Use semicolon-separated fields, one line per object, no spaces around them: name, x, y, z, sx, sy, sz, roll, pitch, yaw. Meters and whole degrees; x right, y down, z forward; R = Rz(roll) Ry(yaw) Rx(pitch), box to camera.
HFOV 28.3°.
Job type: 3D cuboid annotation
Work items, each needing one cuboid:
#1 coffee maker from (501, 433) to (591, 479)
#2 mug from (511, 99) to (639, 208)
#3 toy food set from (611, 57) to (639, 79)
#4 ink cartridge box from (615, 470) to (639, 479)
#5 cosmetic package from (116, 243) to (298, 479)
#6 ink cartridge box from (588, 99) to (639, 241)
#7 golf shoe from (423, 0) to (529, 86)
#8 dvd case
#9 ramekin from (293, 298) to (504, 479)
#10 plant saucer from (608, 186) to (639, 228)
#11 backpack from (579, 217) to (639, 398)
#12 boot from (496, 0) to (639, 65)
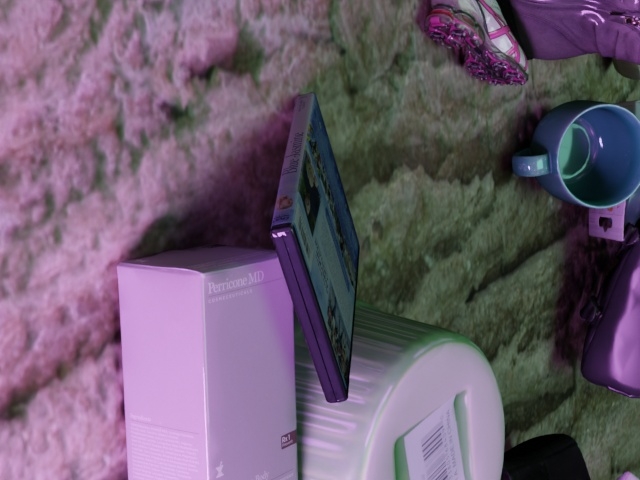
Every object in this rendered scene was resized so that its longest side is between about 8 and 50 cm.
coffee maker;0.241;0.287;1.529;0.178;0.120;0.171;-9;102;-52
mug;0.313;-0.114;1.565;0.158;0.097;0.129;25;91;-22
toy food set;0.449;-0.398;1.707;0.306;0.092;0.219;-58;137;-29
ink cartridge box;0.316;0.465;1.564;0.306;0.131;0.226;-49;174;-37
cosmetic package;-0.092;0.127;1.076;0.127;0.107;0.238;-16;110;-53
ink cartridge box;0.398;-0.091;1.664;0.145;0.045;0.179;-150;-118;-83
golf shoe;0.186;-0.234;1.410;0.186;0.067;0.086;33;69;-50
dvd case;0.000;0.000;1.143;0.253;0.022;0.180;-83;159;-58
ramekin;0.055;0.213;1.247;0.303;0.148;0.303;-12;105;-51
plant saucer;0.424;-0.070;1.790;0.119;0.021;0.119;-12;105;-52
backpack;0.526;0.072;1.765;0.290;0.273;0.355;-68;168;12
boot;0.268;-0.332;1.372;0.118;0.223;0.338;-57;136;-29
